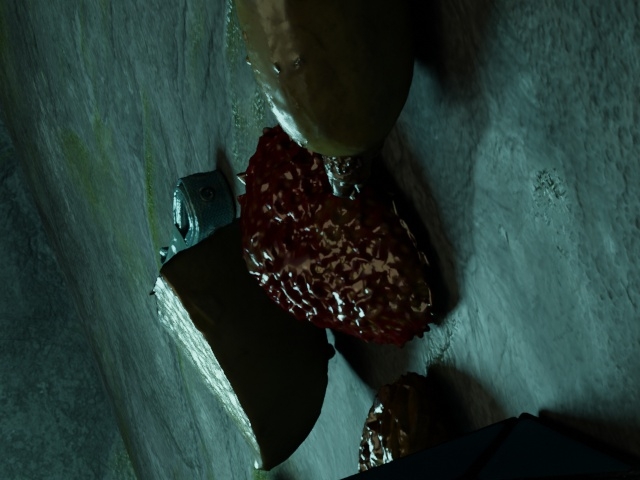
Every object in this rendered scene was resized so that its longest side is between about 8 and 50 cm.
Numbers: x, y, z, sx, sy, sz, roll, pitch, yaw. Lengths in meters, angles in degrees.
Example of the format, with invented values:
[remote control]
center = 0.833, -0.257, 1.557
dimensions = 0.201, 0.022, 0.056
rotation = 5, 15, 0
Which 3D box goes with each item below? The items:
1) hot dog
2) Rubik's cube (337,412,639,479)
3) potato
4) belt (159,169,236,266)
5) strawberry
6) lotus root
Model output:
[hot dog]
center = 0.106, 0.248, 1.663
dimensions = 0.160, 0.099, 0.226
rotation = 135, 117, -71
[Rubik's cube]
center = 0.143, 0.312, 1.336
dimensions = 0.259, 0.260, 0.254
rotation = 11, 119, 68
[potato]
center = -0.049, 0.104, 1.880
dimensions = 0.264, 0.211, 0.189
rotation = 57, 160, 4
[belt]
center = -0.177, -0.006, 2.323
dimensions = 0.087, 0.072, 0.302
rotation = 61, 159, 18
[strawberry]
center = 0.000, 0.000, 1.665
dimensions = 0.306, 0.138, 0.233
rotation = -147, 43, -66
[lotus root]
center = 0.007, -0.193, 1.412
dimensions = 0.169, 0.152, 0.342
rotation = -87, -17, -66
